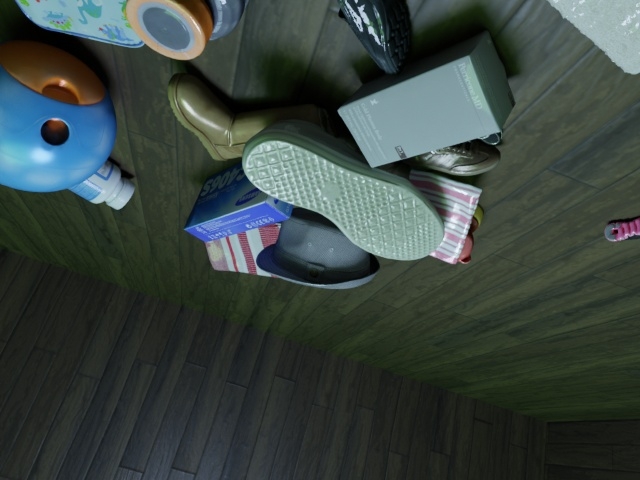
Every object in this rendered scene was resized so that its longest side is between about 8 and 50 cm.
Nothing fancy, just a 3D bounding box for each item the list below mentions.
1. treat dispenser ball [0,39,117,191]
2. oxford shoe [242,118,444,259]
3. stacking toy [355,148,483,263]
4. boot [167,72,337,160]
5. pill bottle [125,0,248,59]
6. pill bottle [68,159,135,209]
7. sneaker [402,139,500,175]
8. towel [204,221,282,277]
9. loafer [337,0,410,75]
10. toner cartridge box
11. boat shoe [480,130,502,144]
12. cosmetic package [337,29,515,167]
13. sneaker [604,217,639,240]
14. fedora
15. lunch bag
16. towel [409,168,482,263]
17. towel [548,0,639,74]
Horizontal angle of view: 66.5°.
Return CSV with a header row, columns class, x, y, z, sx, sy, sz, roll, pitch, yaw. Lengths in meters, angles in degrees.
class,x,y,z,sx,sy,sz,roll,pitch,yaw
treat dispenser ball,-0.555,-0.238,0.955,0.288,0.288,0.288,13,155,6
oxford shoe,0.060,-0.096,0.927,0.450,0.130,0.169,26,121,-24
stacking toy,0.195,-0.061,1.070,0.309,0.130,0.279,7,154,18
boot,-0.123,-0.242,0.948,0.270,0.089,0.236,2,156,22
pill bottle,-0.134,-0.328,0.564,0.131,0.245,0.130,13,155,6
pill bottle,-0.627,-0.177,1.325,0.124,0.124,0.221,-8,145,42
sneaker,0.232,-0.167,0.898,0.189,0.066,0.071,6,156,21
towel,-0.218,0.022,1.505,0.329,0.037,0.237,6,132,21
loafer,0.065,-0.322,0.675,0.078,0.076,0.223,16,161,35
toner cartridge box,-0.186,-0.106,1.164,0.075,0.165,0.348,34,149,-34
boat shoe,0.274,-0.197,0.842,0.046,0.038,0.125,-17,142,38
cosmetic package,0.164,-0.213,0.768,0.238,0.107,0.127,-10,122,47
sneaker,0.653,-0.021,0.996,0.057,0.047,0.119,15,165,-40
fedora,0.000,0.000,1.073,0.276,0.244,0.124,16,114,19
lunch bag,-0.371,-0.395,0.751,0.219,0.090,0.176,14,154,5
towel,0.236,-0.045,1.006,0.144,0.029,0.197,16,131,13
towel,0.360,-0.309,0.546,0.282,0.049,0.187,26,153,-20
